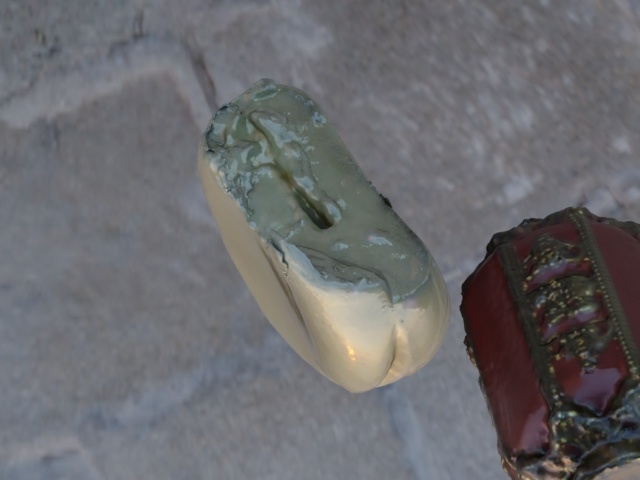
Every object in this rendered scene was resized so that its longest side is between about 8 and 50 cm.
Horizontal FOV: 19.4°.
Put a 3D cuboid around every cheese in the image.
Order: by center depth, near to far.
[{"bbox_3d":[0.000,0.000,1.543,0.127,0.266,0.233,-34,147,-9],"label":"cheese"}]

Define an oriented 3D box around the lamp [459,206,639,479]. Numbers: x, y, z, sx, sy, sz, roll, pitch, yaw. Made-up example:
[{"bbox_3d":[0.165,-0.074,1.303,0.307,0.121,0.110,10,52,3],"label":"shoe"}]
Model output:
[{"bbox_3d":[0.201,0.095,1.368,0.177,0.274,0.177,-5,127,-6],"label":"lamp"}]
